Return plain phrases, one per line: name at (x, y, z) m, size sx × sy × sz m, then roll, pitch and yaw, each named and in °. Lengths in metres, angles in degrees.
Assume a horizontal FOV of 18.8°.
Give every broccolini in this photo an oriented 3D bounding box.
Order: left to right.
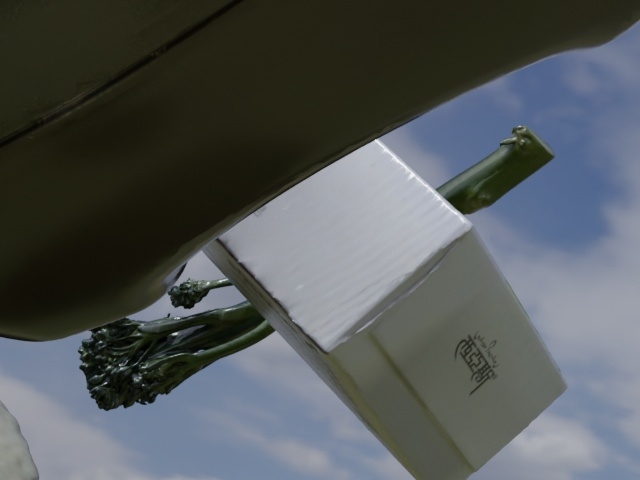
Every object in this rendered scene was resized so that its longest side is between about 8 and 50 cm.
broccolini at (-0.011, 0.008, 1.451) m, size 0.392 × 0.079 × 0.074 m, roll -32°, pitch -52°, yaw 4°

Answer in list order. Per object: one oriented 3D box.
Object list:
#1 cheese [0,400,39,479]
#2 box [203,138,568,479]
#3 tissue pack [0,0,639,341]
cheese at (-0.340, 0.224, 1.373) m, size 0.292 × 0.332 × 0.153 m, roll -7°, pitch -43°, yaw -37°
box at (0.000, 0.000, 1.103) m, size 0.260 × 0.111 × 0.194 m, roll 42°, pitch -7°, yaw 36°
tissue pack at (-0.069, -0.156, 0.665) m, size 0.387 × 0.267 × 0.277 m, roll -29°, pitch -39°, yaw 22°
